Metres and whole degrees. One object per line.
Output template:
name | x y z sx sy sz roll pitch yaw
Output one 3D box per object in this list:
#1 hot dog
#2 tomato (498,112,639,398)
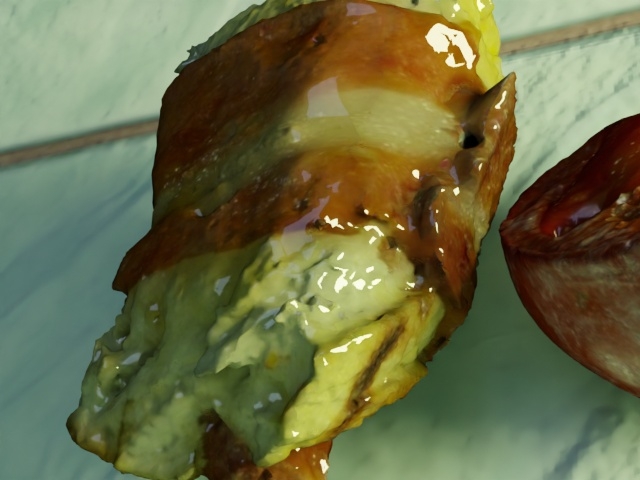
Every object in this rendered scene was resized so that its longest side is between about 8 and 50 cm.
hot dog | 0.000 0.000 0.619 0.146 0.103 0.213 -11 51 40
tomato | 0.138 0.002 0.567 0.139 0.091 0.159 -36 16 -27
